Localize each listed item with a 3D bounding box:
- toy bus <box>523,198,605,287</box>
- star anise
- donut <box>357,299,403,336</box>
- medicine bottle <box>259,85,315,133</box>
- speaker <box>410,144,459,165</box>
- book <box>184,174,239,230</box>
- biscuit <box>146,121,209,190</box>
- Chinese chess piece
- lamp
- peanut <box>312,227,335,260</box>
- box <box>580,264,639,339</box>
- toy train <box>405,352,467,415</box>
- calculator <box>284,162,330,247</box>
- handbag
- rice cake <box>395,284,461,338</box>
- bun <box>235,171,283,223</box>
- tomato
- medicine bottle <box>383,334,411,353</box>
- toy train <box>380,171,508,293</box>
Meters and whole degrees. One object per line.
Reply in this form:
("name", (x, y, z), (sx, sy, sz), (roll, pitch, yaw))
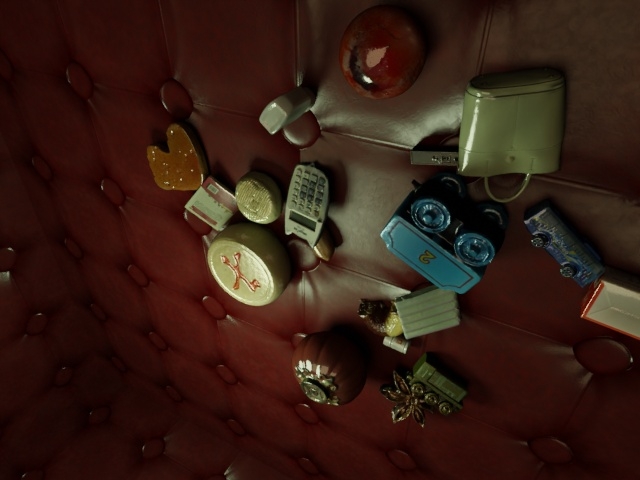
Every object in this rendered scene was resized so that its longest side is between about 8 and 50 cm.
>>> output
("toy bus", (0.616, 0.007, 1.148), (0.236, 0.079, 0.094), (45, 132, -3))
("star anise", (0.332, 0.603, 1.742), (0.214, 0.099, 0.220), (19, 109, 16))
("donut", (0.238, 0.273, 1.581), (0.217, 0.085, 0.141), (-16, 111, 38))
("medicine bottle", (-0.085, -0.372, 1.267), (0.069, 0.183, 0.119), (47, 134, -3))
("speaker", (0.335, -0.222, 1.193), (0.191, 0.046, 0.040), (9, 126, 29))
("book", (-0.405, -0.138, 1.731), (0.162, 0.022, 0.231), (38, 137, -17))
("biscuit", (-0.544, -0.313, 1.702), (0.276, 0.052, 0.262), (2, 123, 29))
("Chinese chess piece", (-0.273, 0.092, 1.753), (0.337, 0.140, 0.338), (18, 130, 23))
("lamp", (0.034, 0.491, 1.752), (0.302, 0.257, 0.303), (18, 131, 23))
("peanut", (0.000, 0.000, 1.554), (0.076, 0.076, 0.152), (-11, 109, 38))
("box", (0.776, 0.158, 1.139), (0.182, 0.099, 0.133), (21, 127, 22))
("toy train", (0.421, 0.518, 1.619), (0.225, 0.090, 0.137), (34, 107, 2))
("calculator", (-0.043, -0.122, 1.468), (0.177, 0.040, 0.268), (28, 121, 34))
("handbag", (0.446, -0.237, 1.072), (0.241, 0.109, 0.316), (-1, 131, 15))
("rice cake", (0.349, 0.226, 1.458), (0.197, 0.037, 0.190), (-13, 116, 9))
("bun", (-0.207, -0.149, 1.568), (0.188, 0.111, 0.164), (32, 116, 14))
("tomato", (0.143, -0.438, 1.069), (0.208, 0.184, 0.208), (17, 127, 23))
("medicine bottle", (0.279, 0.368, 1.642), (0.089, 0.057, 0.057), (20, 130, 21))
("toy train", (0.334, -0.023, 1.245), (0.300, 0.188, 0.265), (37, 138, 4))
